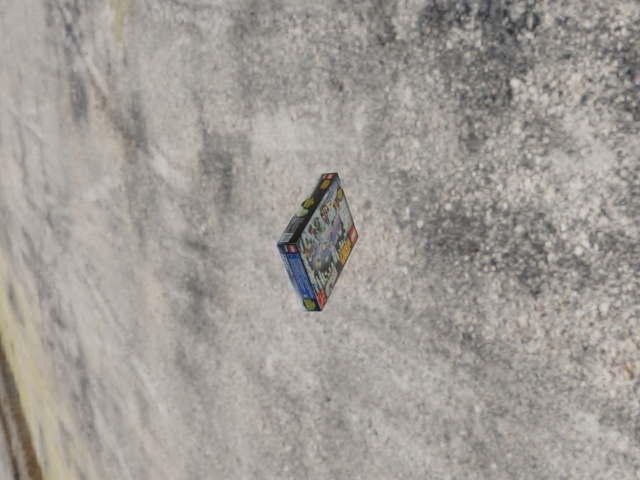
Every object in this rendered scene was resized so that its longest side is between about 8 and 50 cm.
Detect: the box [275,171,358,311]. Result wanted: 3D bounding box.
[{"bbox_3d":[0.000,0.000,0.877,0.027,0.137,0.094,-2,127,25],"label":"box"}]
